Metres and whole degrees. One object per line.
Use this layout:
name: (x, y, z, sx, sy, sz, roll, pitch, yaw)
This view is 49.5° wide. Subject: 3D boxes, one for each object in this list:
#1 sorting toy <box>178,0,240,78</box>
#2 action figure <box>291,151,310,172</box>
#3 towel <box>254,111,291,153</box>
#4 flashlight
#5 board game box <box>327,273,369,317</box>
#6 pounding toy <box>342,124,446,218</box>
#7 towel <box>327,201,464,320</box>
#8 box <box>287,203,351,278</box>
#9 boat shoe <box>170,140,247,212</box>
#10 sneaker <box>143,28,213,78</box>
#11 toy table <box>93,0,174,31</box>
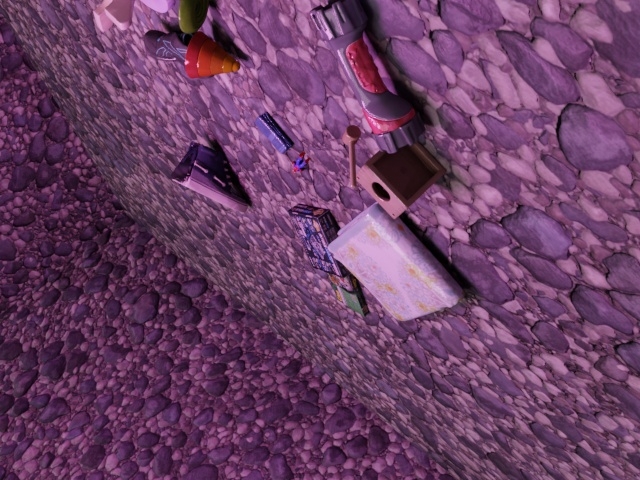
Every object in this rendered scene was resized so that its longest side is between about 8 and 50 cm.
sorting toy: (-0.255, -0.524, 1.651, 0.126, 0.127, 0.365, 18, 146, 8)
action figure: (-0.059, -0.210, 1.924, 0.038, 0.030, 0.115, 43, 162, -2)
towel: (-0.129, -0.294, 1.903, 0.119, 0.029, 0.067, 49, 160, -6)
flashlight: (0.098, -0.317, 1.320, 0.304, 0.103, 0.103, 62, 170, -24)
board game box: (0.079, 0.141, 2.296, 0.136, 0.030, 0.259, 28, 152, 37)
pounding toy: (0.119, -0.149, 1.452, 0.206, 0.181, 0.094, 47, 160, 2)
towel: (0.191, 0.065, 1.852, 0.320, 0.090, 0.374, 45, 160, -2)
box: (0.000, 0.000, 2.117, 0.175, 0.051, 0.220, 15, 134, 56)
boat shoe: (-0.346, -0.215, 2.382, 0.127, 0.158, 0.341, 25, 179, 37)
sneaker: (-0.383, -0.538, 1.900, 0.267, 0.101, 0.106, 30, 140, 25)
toy table: (-0.537, -0.676, 1.826, 0.274, 0.161, 0.252, 40, 158, 23)
